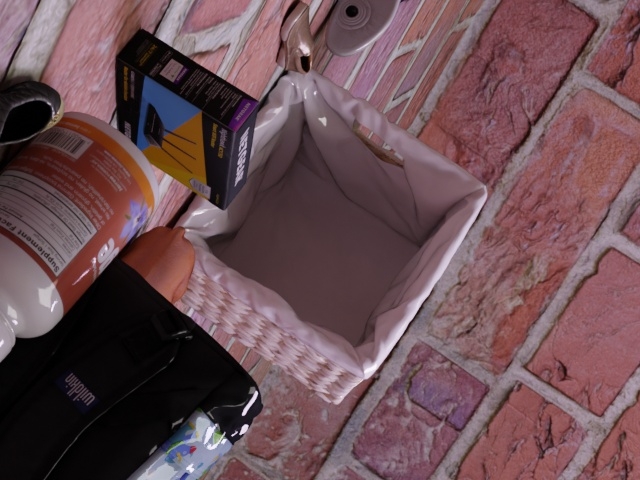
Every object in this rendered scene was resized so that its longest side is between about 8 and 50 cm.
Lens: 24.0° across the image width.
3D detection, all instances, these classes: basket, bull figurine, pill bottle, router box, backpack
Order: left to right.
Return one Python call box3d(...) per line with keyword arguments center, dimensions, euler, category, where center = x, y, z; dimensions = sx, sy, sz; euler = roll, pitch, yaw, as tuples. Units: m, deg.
box3d(center=(-0.265, 0.203, 1.378), dimensions=(0.355, 0.290, 0.273), euler=(-47, 159, -20), category="backpack")
box3d(center=(-0.241, 0.002, 1.262), dimensions=(0.216, 0.121, 0.121), euler=(-52, 172, -31), category="pill bottle")
box3d(center=(-0.250, 0.108, 1.764), dimensions=(0.310, 0.101, 0.188), euler=(-48, 173, -40), category="bull figurine")
box3d(center=(-0.131, -0.113, 1.454), dimensions=(0.046, 0.133, 0.179), euler=(-55, 172, -22), category="router box")
box3d(center=(0.000, 0.000, 2.096), dimensions=(0.331, 0.328, 0.266), euler=(-55, 177, -18), category="basket")

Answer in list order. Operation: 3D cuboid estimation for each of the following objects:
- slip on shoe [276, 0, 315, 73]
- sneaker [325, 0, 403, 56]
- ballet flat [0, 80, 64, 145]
box3d(center=(-0.025, -0.254, 1.912), dimensions=(0.051, 0.041, 0.135), euler=(-53, 172, -27), category="slip on shoe")
box3d(center=(0.083, -0.336, 2.130), dimensions=(0.217, 0.079, 0.121), euler=(-57, 172, -8), category="sneaker")
box3d(center=(-0.238, -0.090, 1.165), dimensions=(0.057, 0.049, 0.173), euler=(-58, 173, 15), category="ballet flat")
